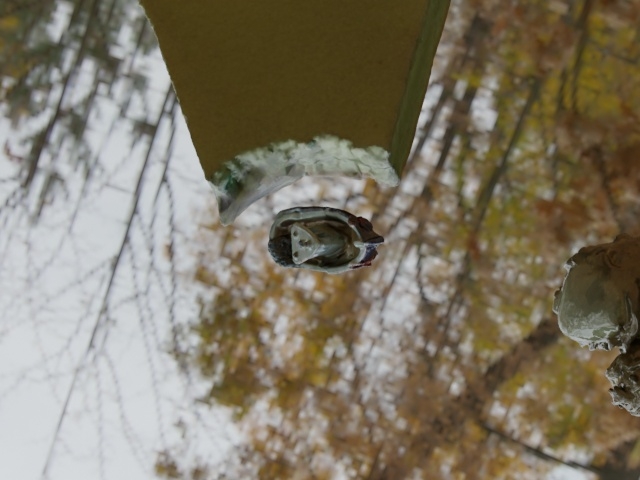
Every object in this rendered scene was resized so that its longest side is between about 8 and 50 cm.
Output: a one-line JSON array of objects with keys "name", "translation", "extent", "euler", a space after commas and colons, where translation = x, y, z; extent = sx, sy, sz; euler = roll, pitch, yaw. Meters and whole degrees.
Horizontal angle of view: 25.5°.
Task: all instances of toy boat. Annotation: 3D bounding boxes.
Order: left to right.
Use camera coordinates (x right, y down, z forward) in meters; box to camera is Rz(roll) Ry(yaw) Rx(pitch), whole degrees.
[{"name": "toy boat", "translation": [0.000, 0.000, 0.725], "extent": [0.038, 0.038, 0.083], "euler": [8, 176, -39]}]

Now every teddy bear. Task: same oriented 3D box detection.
[{"name": "teddy bear", "translation": [0.329, 0.094, 1.030], "extent": [0.156, 0.267, 0.256], "euler": [38, -145, -57]}]

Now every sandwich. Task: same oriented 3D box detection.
[{"name": "sandwich", "translation": [0.020, -0.132, 0.911], "extent": [0.063, 0.245, 0.212], "euler": [55, -168, -64]}]
